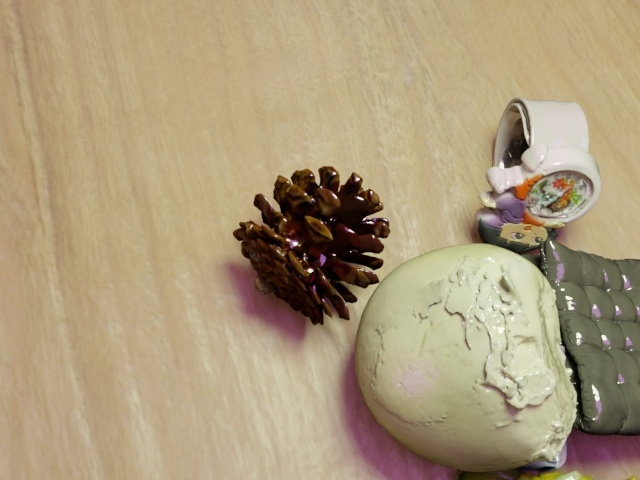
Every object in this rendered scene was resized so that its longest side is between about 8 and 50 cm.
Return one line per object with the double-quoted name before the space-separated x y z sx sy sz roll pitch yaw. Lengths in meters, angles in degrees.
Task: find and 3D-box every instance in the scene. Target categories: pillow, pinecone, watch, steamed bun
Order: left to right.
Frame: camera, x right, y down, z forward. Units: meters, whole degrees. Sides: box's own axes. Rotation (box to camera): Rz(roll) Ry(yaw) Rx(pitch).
"pinecone" -0.006 -0.008 1.155 0.264 0.264 0.264 1 67 -3
"steamed bun" 0.193 0.177 1.035 0.311 0.233 0.334 -22 73 26
"watch" 0.363 -0.126 1.261 0.196 0.244 0.231 2 45 -5
"pillow" 0.464 0.158 1.145 0.228 0.101 0.326 8 57 -19

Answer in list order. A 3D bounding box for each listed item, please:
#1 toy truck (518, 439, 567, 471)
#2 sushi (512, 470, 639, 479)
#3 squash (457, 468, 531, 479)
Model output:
"toy truck" 0.362 0.286 1.143 0.115 0.080 0.178 17 65 -7
"sushi" 0.395 0.512 0.905 0.351 0.240 0.397 -5 88 12
"squash" 0.302 0.397 1.082 0.187 0.095 0.095 19 67 6
